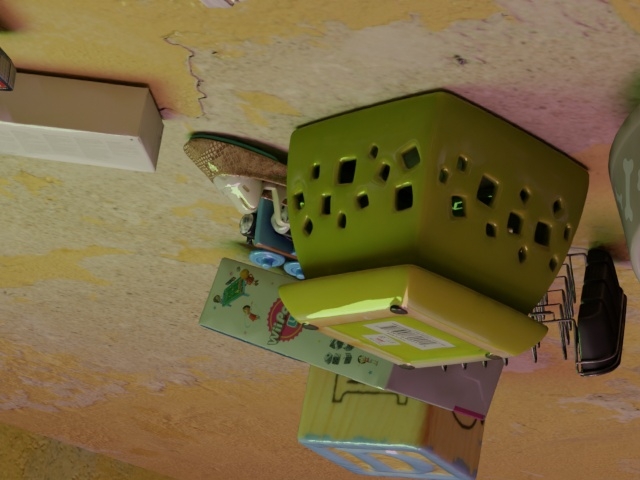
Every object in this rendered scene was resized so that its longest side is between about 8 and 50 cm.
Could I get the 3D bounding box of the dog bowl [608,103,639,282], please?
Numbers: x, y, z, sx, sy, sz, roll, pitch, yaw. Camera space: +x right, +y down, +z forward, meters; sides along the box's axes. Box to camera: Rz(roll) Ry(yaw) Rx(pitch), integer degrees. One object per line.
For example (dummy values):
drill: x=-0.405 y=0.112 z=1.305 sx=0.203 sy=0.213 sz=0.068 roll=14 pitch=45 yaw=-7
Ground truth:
dog bowl: x=0.423 y=-0.025 z=1.515 sx=0.348 sy=0.102 sz=0.349 roll=4 pitch=149 yaw=3

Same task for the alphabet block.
alphabet block: x=0.104 y=0.202 z=2.334 sx=0.193 sy=0.197 sz=0.192 roll=1 pitch=160 yaw=27

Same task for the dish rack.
dish rack: x=0.193 y=0.079 z=1.913 sx=0.271 sy=0.074 sz=0.208 roll=-5 pitch=-160 yaw=15

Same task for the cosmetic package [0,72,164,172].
cosmetic package: x=-0.285 y=-0.126 z=1.772 sx=0.239 sy=0.060 sz=0.099 roll=7 pitch=164 yaw=7

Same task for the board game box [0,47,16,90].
board game box: x=-0.388 y=-0.189 z=1.641 sx=0.194 sy=0.060 sz=0.194 roll=4 pitch=162 yaw=16

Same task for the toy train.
toy train: x=0.000 y=0.000 z=1.979 sx=0.184 sy=0.080 sz=0.105 roll=21 pitch=151 yaw=-32

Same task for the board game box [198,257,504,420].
board game box: x=0.039 y=0.121 z=2.138 sx=0.303 sy=0.098 sz=0.224 roll=17 pitch=175 yaw=40

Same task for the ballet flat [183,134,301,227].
ballet flat: x=-0.050 y=-0.054 z=1.852 sx=0.206 sy=0.067 sz=0.073 roll=16 pitch=161 yaw=-15

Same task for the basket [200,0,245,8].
basket: x=-0.066 y=-0.248 z=1.206 sx=0.103 sy=0.113 sz=0.167 roll=-3 pitch=158 yaw=29

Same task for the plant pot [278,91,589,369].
plant pot: x=0.102 y=0.003 z=1.722 sx=0.228 sy=0.207 sz=0.227 roll=25 pitch=157 yaw=-36
